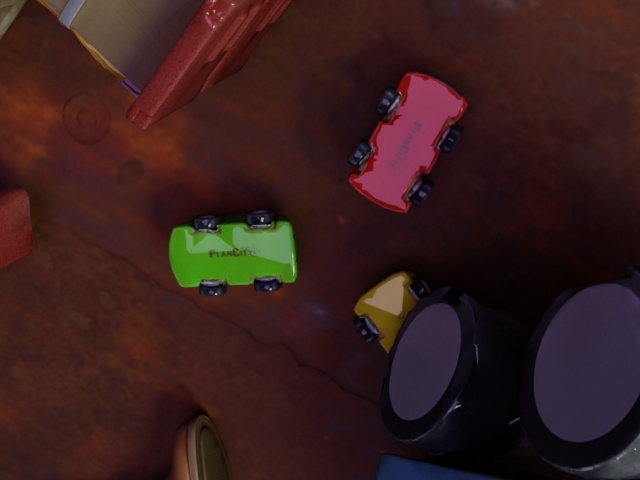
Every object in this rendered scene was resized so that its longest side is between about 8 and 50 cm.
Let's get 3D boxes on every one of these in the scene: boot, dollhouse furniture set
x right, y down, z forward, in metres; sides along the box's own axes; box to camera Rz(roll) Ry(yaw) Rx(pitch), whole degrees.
[{"bbox_3d":[-0.156,0.236,0.684,0.153,0.073,0.197,2,102,12],"label":"boot"},{"bbox_3d":[-0.202,-0.122,0.580,0.201,0.152,0.374,44,123,-5],"label":"dollhouse furniture set"}]

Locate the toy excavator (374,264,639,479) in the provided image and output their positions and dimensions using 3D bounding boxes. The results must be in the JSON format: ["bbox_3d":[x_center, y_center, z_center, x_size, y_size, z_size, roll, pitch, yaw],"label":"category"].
[{"bbox_3d":[0.110,0.272,0.512,0.222,0.433,0.445,23,73,-21],"label":"toy excavator"}]

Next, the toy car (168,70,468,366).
[{"bbox_3d":[0.000,0.000,0.609,0.225,0.053,0.238,-3,103,9],"label":"toy car"}]
